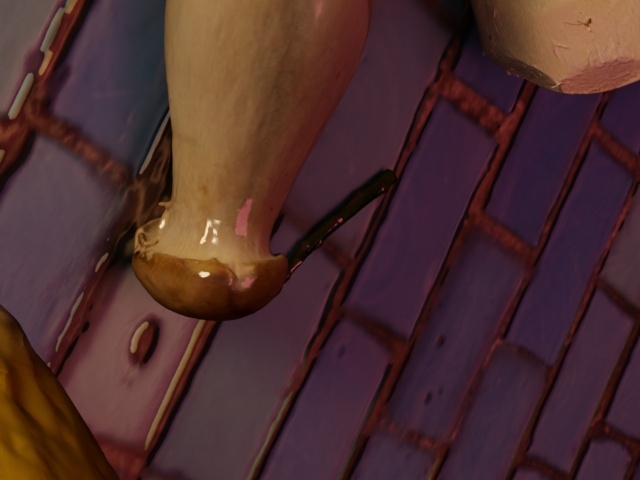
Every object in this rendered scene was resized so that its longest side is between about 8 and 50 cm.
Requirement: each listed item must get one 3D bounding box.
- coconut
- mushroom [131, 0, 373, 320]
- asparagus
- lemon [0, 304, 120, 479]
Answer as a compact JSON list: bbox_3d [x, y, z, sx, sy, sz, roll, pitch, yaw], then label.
[{"bbox_3d":[0.186,-0.183,1.096,0.161,0.161,0.162,-44,136,-26],"label":"coconut"},{"bbox_3d":[-0.036,-0.121,0.895,0.128,0.128,0.350,-1,109,-48],"label":"mushroom"},{"bbox_3d":[0.000,0.000,1.071,0.163,0.016,0.016,-44,153,-28],"label":"asparagus"},{"bbox_3d":[-0.233,0.188,0.671,0.336,0.336,0.336,-22,121,-41],"label":"lemon"}]
